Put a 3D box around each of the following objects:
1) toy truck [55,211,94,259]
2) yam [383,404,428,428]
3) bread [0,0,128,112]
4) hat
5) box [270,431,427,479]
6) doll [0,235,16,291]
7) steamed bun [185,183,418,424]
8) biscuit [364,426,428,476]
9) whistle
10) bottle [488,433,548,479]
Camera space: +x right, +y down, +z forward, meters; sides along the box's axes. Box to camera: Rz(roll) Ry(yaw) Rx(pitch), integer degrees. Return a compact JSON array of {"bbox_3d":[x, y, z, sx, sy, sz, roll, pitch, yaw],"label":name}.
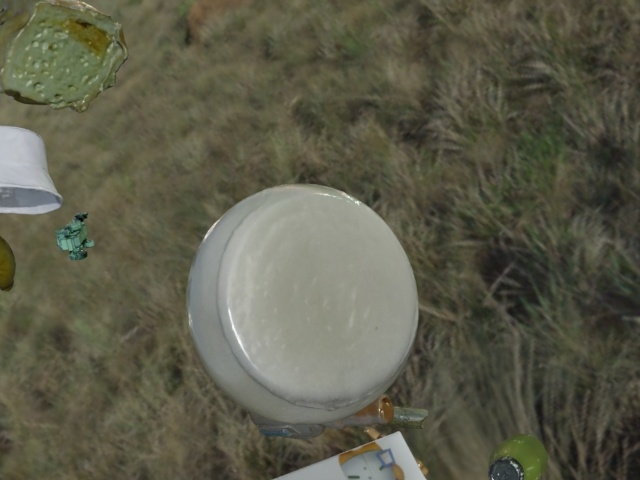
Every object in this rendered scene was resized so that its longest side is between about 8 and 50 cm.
[{"bbox_3d":[-0.539,-0.007,1.793,0.078,0.080,0.154,-10,14,-6],"label":"toy truck"},{"bbox_3d":[0.159,0.340,1.604,0.043,0.094,0.043,7,-90,-90],"label":"yam"},{"bbox_3d":[-0.500,-0.341,1.473,0.252,0.239,0.196,34,117,49],"label":"bread"},{"bbox_3d":[-0.545,-0.125,1.453,0.203,0.203,0.126,-16,69,54],"label":"hat"},{"bbox_3d":[0.070,0.440,1.008,0.143,0.225,0.341,97,151,-51],"label":"box"},{"bbox_3d":[-0.560,0.048,1.322,0.097,0.137,0.209,-12,12,6],"label":"doll"},{"bbox_3d":[-0.024,0.065,0.815,0.145,0.232,0.231,-28,33,60],"label":"steamed bun"},{"bbox_3d":[0.180,0.516,2.001,0.027,0.184,0.133,-48,-23,-20],"label":"biscuit"},{"bbox_3d":[-0.007,0.228,1.090,0.220,0.107,0.057,-9,53,30],"label":"whistle"},{"bbox_3d":[0.423,0.490,1.806,0.112,0.112,0.260,-48,-20,12],"label":"bottle"}]
